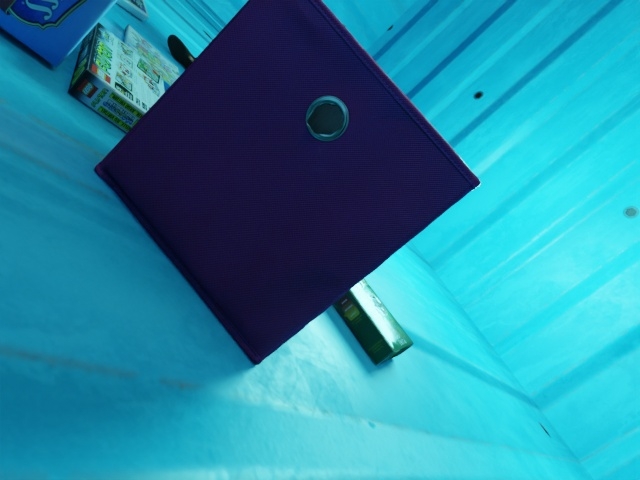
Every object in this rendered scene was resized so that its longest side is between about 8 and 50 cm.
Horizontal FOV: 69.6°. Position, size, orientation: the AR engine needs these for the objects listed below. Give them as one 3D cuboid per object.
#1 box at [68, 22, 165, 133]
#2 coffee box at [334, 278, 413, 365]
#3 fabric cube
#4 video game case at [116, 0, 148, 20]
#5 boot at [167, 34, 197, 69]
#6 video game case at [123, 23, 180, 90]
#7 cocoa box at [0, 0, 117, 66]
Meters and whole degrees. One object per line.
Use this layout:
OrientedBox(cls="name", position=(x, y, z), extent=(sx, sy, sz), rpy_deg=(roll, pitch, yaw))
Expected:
OrientedBox(cls="box", position=(-0.262, -0.211, 0.611), extent=(0.114, 0.036, 0.207), rpy_deg=(37, 18, -39))
OrientedBox(cls="coffee box", position=(0.067, 0.108, 0.740), extent=(0.184, 0.040, 0.113), rpy_deg=(53, 16, 19))
OrientedBox(cls="fabric cube", position=(-0.019, -0.072, 0.515), extent=(0.254, 0.258, 0.259), rpy_deg=(50, 14, 3))
OrientedBox(cls="video game case", position=(-0.452, -0.580, 0.948), extent=(0.201, 0.023, 0.183), rpy_deg=(6, 64, -71))
OrientedBox(cls="boot", position=(-0.302, -0.426, 1.072), extent=(0.106, 0.037, 0.114), rpy_deg=(58, 14, -17))
OrientedBox(cls="video game case", position=(-0.305, -0.326, 0.841), extent=(0.119, 0.015, 0.166), rpy_deg=(37, 17, -38))
OrientedBox(cls="cocoa box", position=(-0.330, -0.413, 0.539), extent=(0.228, 0.231, 0.347), rpy_deg=(39, 16, -42))
